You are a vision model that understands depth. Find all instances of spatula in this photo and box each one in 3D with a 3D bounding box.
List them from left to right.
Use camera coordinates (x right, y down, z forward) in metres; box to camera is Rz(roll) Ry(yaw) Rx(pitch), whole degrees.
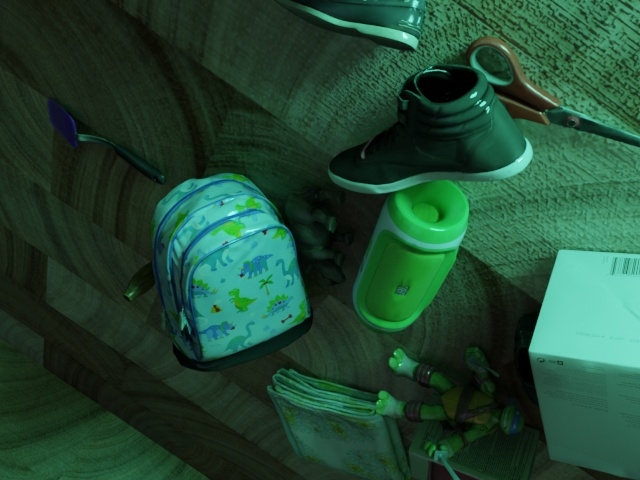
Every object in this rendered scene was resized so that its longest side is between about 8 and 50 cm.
[{"bbox_3d":[-0.426,-0.188,1.246,0.296,0.030,0.084,28,141,7],"label":"spatula"}]

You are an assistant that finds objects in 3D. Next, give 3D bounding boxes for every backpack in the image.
[{"bbox_3d":[-0.159,0.054,1.127,0.273,0.290,0.356,-140,36,-61],"label":"backpack"}]

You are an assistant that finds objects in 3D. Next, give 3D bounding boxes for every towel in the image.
[{"bbox_3d":[0.049,0.487,1.608,0.320,0.090,0.375,10,138,29],"label":"towel"}]

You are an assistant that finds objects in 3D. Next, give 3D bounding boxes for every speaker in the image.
[{"bbox_3d":[0.134,0.032,1.004,0.131,0.131,0.297,26,143,9],"label":"speaker"}]

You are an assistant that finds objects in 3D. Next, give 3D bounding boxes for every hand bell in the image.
[{"bbox_3d":[-0.288,0.027,1.204,0.126,0.242,0.126,23,143,19],"label":"hand bell"}]

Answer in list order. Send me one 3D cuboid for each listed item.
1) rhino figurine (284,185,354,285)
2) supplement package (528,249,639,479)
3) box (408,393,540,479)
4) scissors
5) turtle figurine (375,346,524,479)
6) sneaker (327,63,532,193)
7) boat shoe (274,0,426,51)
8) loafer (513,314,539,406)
[{"bbox_3d":[0.000,0.000,1.109,0.106,0.073,0.243,18,144,26],"label":"rhino figurine"},{"bbox_3d":[0.428,0.178,0.888,0.199,0.198,0.263,4,134,32],"label":"supplement package"},{"bbox_3d":[0.317,0.444,1.310,0.232,0.149,0.127,15,140,24],"label":"box"},{"bbox_3d":[0.288,-0.149,0.778,0.297,0.021,0.109,31,143,1],"label":"scissors"},{"bbox_3d":[0.228,0.293,1.175,0.266,0.274,0.198,8,103,35],"label":"turtle figurine"},{"bbox_3d":[0.112,-0.148,0.824,0.295,0.105,0.147,-1,135,39],"label":"sneaker"},{"bbox_3d":[0.035,-0.293,0.784,0.206,0.075,0.065,24,100,21],"label":"boat shoe"},{"bbox_3d":[0.367,0.222,1.082,0.076,0.078,0.223,6,136,32],"label":"loafer"}]
